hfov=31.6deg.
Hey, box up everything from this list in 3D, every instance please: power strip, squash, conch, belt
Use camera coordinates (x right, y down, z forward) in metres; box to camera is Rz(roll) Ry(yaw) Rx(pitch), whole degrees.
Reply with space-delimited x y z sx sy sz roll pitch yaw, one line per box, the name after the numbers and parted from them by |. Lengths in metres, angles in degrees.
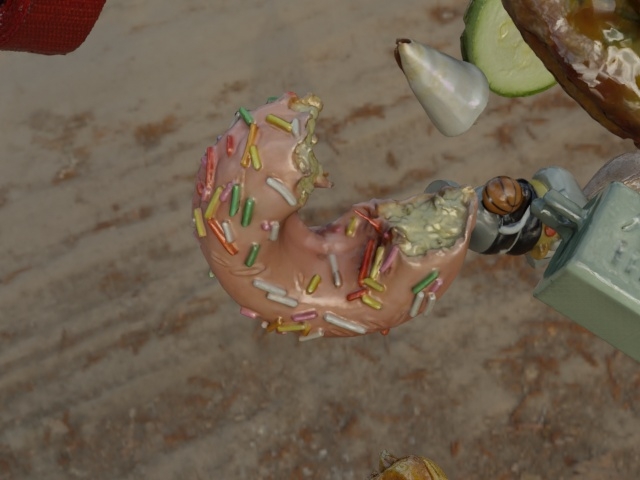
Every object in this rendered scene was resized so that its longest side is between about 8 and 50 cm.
0.347 0.024 1.369 0.224 0.139 0.140 32 70 2 | power strip
0.318 -0.322 1.712 0.219 0.219 0.041 -17 34 -12 | squash
0.144 -0.196 1.435 0.176 0.094 0.104 20 44 -31 | conch
-0.295 -0.294 1.225 0.124 0.201 0.128 -7 44 -50 | belt

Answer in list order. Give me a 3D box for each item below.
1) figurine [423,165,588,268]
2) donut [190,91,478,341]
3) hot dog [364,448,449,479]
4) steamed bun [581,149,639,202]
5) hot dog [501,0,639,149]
0.274 -0.037 1.605 0.236 0.176 0.133 -1 70 -27 | figurine
0.000 0.000 0.907 0.233 0.199 0.085 26 37 -21 | donut
0.107 0.307 1.062 0.102 0.076 0.249 -36 57 26 | hot dog
0.500 -0.064 1.802 0.175 0.145 0.106 -32 34 -12 | steamed bun
0.194 -0.148 0.556 0.272 0.196 0.122 44 44 1 | hot dog
